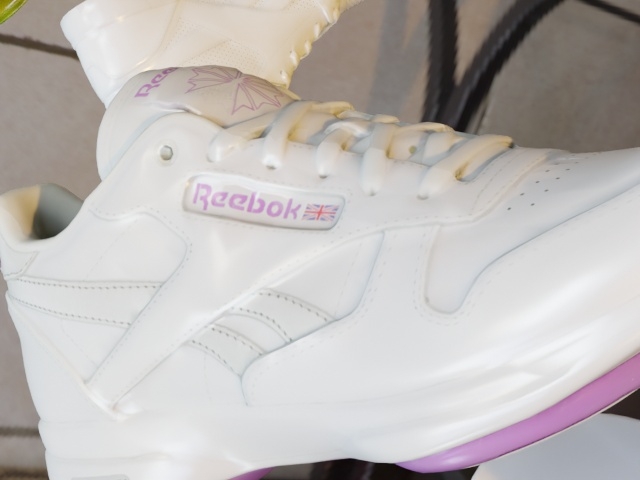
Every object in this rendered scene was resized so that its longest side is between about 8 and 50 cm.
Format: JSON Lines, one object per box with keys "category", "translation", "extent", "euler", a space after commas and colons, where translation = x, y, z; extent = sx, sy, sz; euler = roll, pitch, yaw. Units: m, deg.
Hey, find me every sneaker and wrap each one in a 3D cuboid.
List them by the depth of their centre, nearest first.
{"category": "sneaker", "translation": [0.000, 0.000, 0.409], "extent": [0.114, 0.305, 0.152], "euler": [-25, 96, -58]}
{"category": "sneaker", "translation": [-0.042, -0.138, 0.996], "extent": [0.292, 0.108, 0.169], "euler": [-23, 87, -27]}

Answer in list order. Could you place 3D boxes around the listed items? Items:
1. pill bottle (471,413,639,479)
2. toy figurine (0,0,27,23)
{"category": "pill bottle", "translation": [0.145, 0.296, 0.826], "extent": [0.229, 0.229, 0.408], "euler": [-23, 145, -23]}
{"category": "toy figurine", "translation": [-0.464, -0.230, 1.225], "extent": [0.362, 0.217, 0.191], "euler": [-45, 134, 6]}
